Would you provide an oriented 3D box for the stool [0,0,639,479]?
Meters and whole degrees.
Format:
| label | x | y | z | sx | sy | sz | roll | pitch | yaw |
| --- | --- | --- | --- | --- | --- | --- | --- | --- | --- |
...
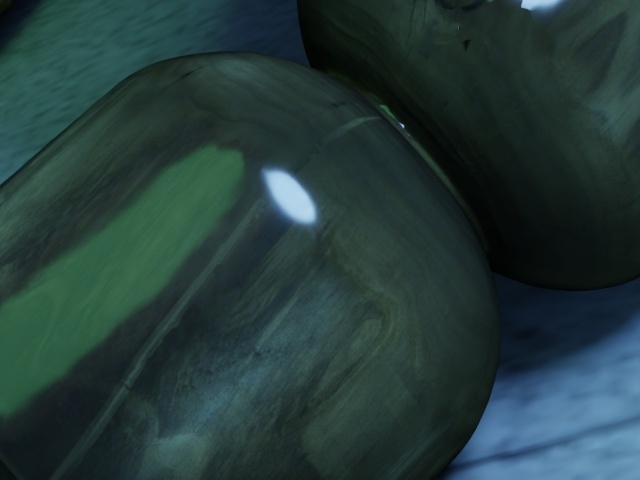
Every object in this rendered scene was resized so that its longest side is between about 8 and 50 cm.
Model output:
| label | x | y | z | sx | sy | sz | roll | pitch | yaw |
| --- | --- | --- | --- | --- | --- | --- | --- | --- | --- |
| stool | 0.000 | 0.000 | 0.628 | 0.264 | 0.179 | 0.179 | -41 | 36 | -9 |

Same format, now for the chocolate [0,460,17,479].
| label | x | y | z | sx | sy | sz | roll | pitch | yaw |
| --- | --- | --- | --- | --- | --- | --- | --- | --- | --- |
| chocolate | -0.253 | 0.070 | 0.753 | 0.261 | 0.083 | 0.161 | 33 | 65 | 30 |

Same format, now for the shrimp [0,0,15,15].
| label | x | y | z | sx | sy | sz | roll | pitch | yaw |
| --- | --- | --- | --- | --- | --- | --- | --- | --- | --- |
| shrimp | -0.219 | -0.208 | 1.142 | 0.164 | 0.062 | 0.317 | -4 | 48 | 40 |
